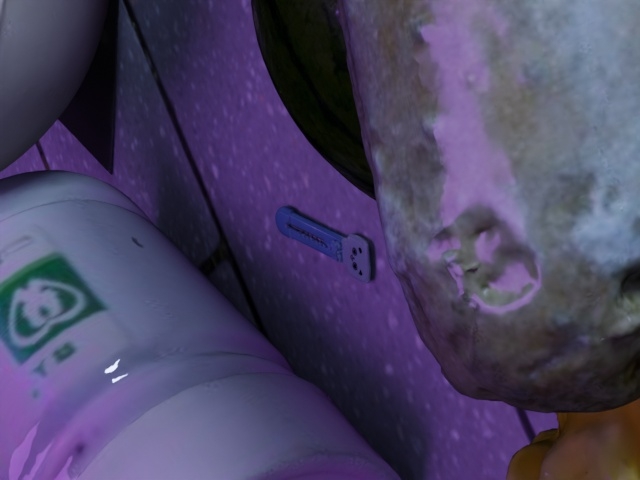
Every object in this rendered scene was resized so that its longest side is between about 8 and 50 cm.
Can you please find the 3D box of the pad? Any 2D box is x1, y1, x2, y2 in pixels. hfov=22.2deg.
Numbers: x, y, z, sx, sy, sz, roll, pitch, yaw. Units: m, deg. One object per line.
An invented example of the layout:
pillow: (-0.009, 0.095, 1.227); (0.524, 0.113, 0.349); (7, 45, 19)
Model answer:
pad: (-0.176, -0.158, 1.167); (0.127, 0.004, 0.190); (43, 137, 41)

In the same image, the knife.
knife: (0.000, 0.000, 0.947); (0.096, 0.010, 0.027); (27, 125, 51)

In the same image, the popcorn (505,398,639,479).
popcorn: (0.191, 0.115, 0.516); (0.251, 0.205, 0.237); (31, 112, 38)

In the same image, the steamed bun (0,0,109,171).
steamed bun: (-0.285, -0.204, 1.020); (0.334, 0.333, 0.374); (134, 132, -55)

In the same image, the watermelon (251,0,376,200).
watermelon: (0.068, -0.085, 0.619); (0.188, 0.188, 0.215); (133, 136, -55)

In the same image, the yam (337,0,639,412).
yam: (0.055, -0.115, 0.474); (0.133, 0.133, 0.330); (-11, 84, 59)

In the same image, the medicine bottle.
medicine bottle: (-0.119, 0.119, 1.000); (0.325, 0.212, 0.212); (42, 137, 41)
